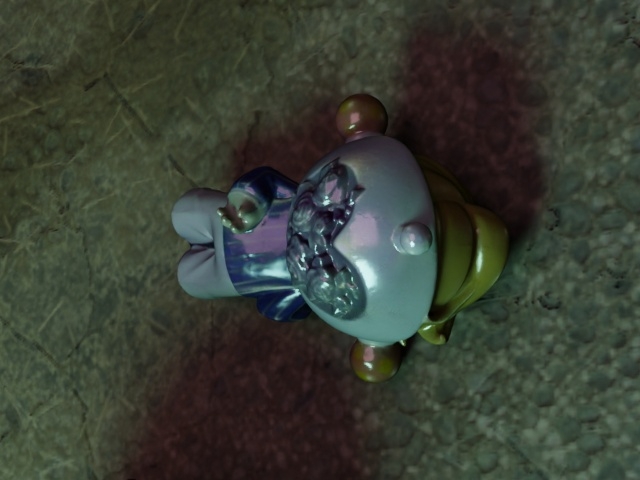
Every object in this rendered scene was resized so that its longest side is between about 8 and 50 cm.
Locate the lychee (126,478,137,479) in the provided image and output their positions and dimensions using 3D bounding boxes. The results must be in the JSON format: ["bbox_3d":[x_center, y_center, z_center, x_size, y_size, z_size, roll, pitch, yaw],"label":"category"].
[{"bbox_3d":[-0.132,0.295,1.073,0.264,0.300,0.264,-17,34,12],"label":"lychee"}]

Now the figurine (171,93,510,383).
[{"bbox_3d":[-0.003,-0.011,1.114,0.274,0.133,0.194,26,110,39],"label":"figurine"}]
